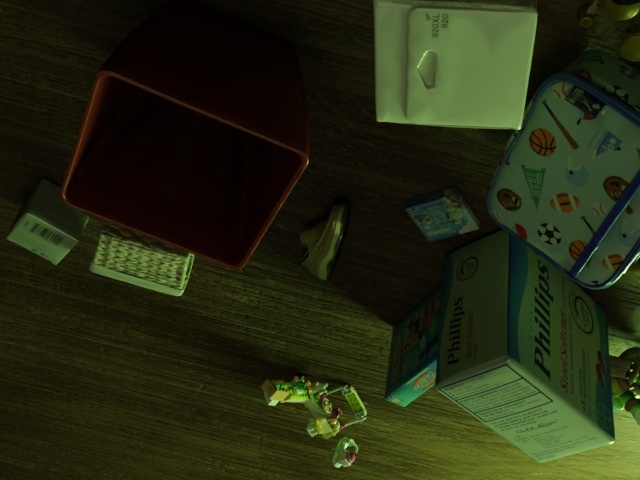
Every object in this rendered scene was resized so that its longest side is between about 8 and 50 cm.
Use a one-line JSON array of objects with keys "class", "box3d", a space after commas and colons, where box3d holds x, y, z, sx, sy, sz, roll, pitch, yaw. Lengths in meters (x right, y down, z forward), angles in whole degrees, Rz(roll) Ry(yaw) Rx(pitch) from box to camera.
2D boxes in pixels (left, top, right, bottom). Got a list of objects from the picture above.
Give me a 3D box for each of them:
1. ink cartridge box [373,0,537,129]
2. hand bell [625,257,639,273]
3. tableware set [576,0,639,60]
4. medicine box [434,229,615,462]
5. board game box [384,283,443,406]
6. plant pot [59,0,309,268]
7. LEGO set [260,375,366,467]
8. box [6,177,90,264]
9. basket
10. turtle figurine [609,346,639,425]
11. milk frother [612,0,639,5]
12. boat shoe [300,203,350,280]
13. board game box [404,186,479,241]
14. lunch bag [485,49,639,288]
[{"class": "ink cartridge box", "box3d": [0.155, -0.265, 1.044, 0.168, 0.232, 0.171, 4, 141, 9]}, {"class": "hand bell", "box3d": [0.501, 0.035, 1.447, 0.242, 0.126, 0.126, -15, 135, 45]}, {"class": "tableware set", "box3d": [0.398, -0.269, 1.150, 0.154, 0.024, 0.104, 13, 144, -4]}, {"class": "medicine box", "box3d": [0.335, 0.173, 1.504, 0.149, 0.263, 0.289, -27, 128, 37]}, {"class": "board game box", "box3d": [0.191, 0.180, 1.630, 0.047, 0.160, 0.210, 24, 140, -16]}, {"class": "plant pot", "box3d": [-0.163, -0.163, 1.242, 0.267, 0.235, 0.267, 22, 140, -12]}, {"class": "LEGO set", "box3d": [0.003, 0.336, 1.901, 0.107, 0.132, 0.287, -24, 123, 25]}, {"class": "box", "box3d": [-0.467, -0.032, 1.589, 0.101, 0.087, 0.102, 31, 137, -23]}, {"class": "basket", "box3d": [-0.296, 0.005, 1.575, 0.167, 0.113, 0.103, 16, 138, -6]}, {"class": "turtle figurine", "box3d": [0.616, 0.248, 1.588, 0.198, 0.274, 0.266, -16, 142, -22]}, {"class": "milk frother", "box3d": [0.357, -0.355, 1.013, 0.135, 0.129, 0.143, 39, 90, -30]}, {"class": "boat shoe", "box3d": [0.000, 0.000, 1.538, 0.072, 0.068, 0.190, 23, 141, 4]}, {"class": "board game box", "box3d": [0.195, -0.040, 1.474, 0.090, 0.020, 0.090, -16, 135, 29]}, {"class": "lunch bag", "box3d": [0.369, -0.087, 1.223, 0.243, 0.115, 0.303, 41, 143, 17]}]
